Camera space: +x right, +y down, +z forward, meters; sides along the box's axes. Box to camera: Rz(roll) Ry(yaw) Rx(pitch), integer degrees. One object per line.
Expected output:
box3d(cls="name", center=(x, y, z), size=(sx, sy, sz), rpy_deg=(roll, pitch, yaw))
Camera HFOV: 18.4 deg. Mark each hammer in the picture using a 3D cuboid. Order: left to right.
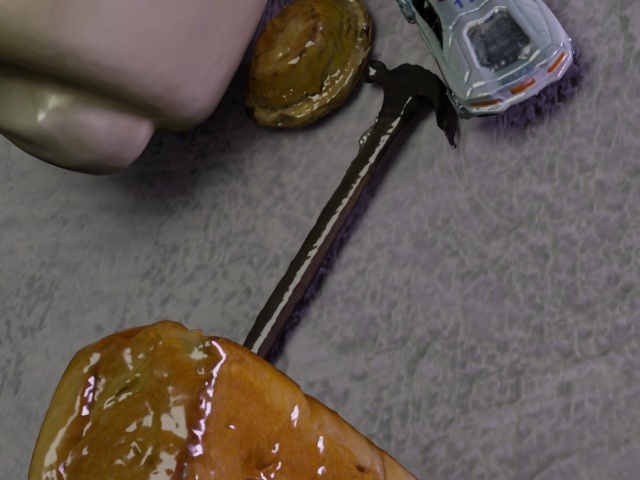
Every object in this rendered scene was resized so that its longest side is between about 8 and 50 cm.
box3d(cls="hammer", center=(0.000, 0.000, 1.435), size=(0.125, 0.027, 0.297), rpy_deg=(24, 80, 51))

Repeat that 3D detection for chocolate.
box3d(cls="chocolate", center=(-0.197, -0.219, 1.558), size=(0.297, 0.314, 0.326), rpy_deg=(-65, 27, 5))

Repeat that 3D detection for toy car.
box3d(cls="toy car", center=(0.111, -0.166, 1.418), size=(0.095, 0.056, 0.205), rpy_deg=(-29, 46, 6))

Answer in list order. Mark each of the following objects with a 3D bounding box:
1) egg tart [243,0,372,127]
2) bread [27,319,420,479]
box3d(cls="egg tart", center=(-0.019, -0.146, 1.536), size=(0.128, 0.049, 0.129), rpy_deg=(-24, 47, 29))
box3d(cls="bread", center=(-0.039, 0.165, 1.160), size=(0.132, 0.294, 0.167), rpy_deg=(-17, 55, 27))
